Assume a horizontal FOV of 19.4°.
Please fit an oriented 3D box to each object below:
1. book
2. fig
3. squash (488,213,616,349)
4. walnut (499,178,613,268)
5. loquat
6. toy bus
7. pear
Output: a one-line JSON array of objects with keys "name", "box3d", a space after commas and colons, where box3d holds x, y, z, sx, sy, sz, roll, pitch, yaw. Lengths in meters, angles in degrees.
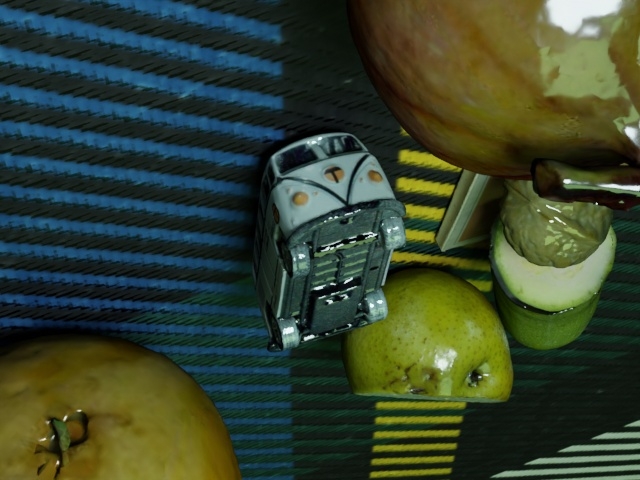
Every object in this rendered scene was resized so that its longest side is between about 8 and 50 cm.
[{"name": "book", "box3d": [0.182, -0.071, 1.339, 0.170, 0.018, 0.241, -16, 157, -17]}, {"name": "fig", "box3d": [0.130, -0.126, 0.954, 0.235, 0.214, 0.235, -45, 167, -13]}, {"name": "squash", "box3d": [0.172, 0.031, 1.432, 0.095, 0.095, 0.188, -22, 164, -3]}, {"name": "walnut", "box3d": [0.165, -0.022, 1.302, 0.092, 0.092, 0.092, -20, 157, -9]}, {"name": "loquat", "box3d": [-0.177, 0.192, 1.267, 0.263, 0.263, 0.263, -20, 157, -9]}, {"name": "toy bus", "box3d": [0.000, 0.000, 1.232, 0.087, 0.089, 0.194, -17, 156, -12]}, {"name": "pear", "box3d": [0.084, 0.074, 1.447, 0.141, 0.104, 0.141, 6, 177, 0]}]
